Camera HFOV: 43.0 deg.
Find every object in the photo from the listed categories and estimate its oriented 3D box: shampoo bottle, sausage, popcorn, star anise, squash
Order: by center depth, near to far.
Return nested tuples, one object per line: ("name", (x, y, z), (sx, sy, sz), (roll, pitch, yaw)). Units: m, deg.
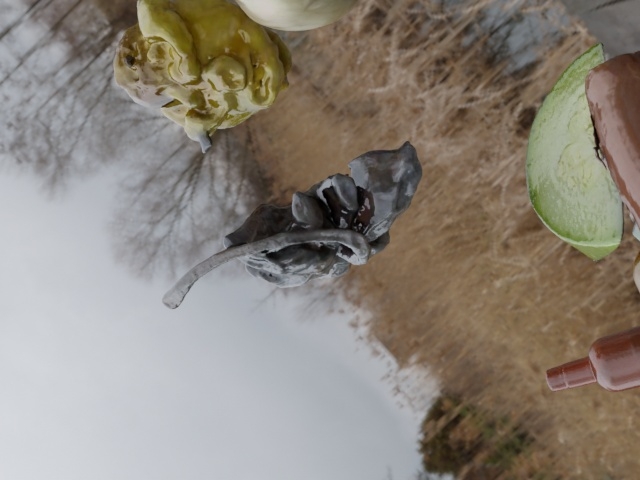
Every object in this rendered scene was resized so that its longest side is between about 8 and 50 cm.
("sausage", (0.270, -0.029, 0.616), (0.078, 0.078, 0.304), (43, -151, -47))
("squash", (0.344, -0.090, 1.022), (0.155, 0.236, 0.204), (7, 167, -27))
("shampoo bottle", (0.427, 0.158, 1.103), (0.085, 0.244, 0.085), (45, -146, -42))
("star anise", (0.000, 0.000, 1.105), (0.316, 0.359, 0.139), (6, -128, -55))
("popcorn", (-0.212, -0.295, 1.449), (0.316, 0.280, 0.297), (2, 167, -30))

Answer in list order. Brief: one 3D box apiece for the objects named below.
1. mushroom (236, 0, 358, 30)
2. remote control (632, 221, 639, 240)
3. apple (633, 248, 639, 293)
("mushroom", (-0.074, -0.460, 1.141), (0.325, 0.353, 0.353), (49, -176, 38))
("remote control", (0.519, -0.141, 1.082), (0.050, 0.145, 0.343), (48, 146, 41))
("apple", (0.416, 0.035, 0.918), (0.126, 0.126, 0.102), (45, 154, -22))
